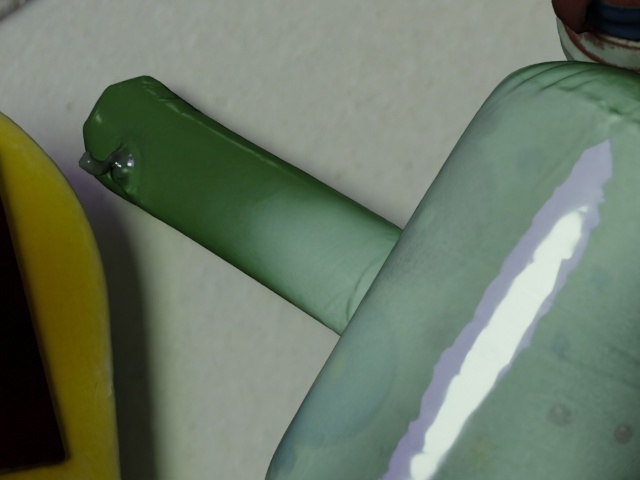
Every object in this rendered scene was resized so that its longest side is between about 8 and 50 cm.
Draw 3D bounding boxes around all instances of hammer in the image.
[{"bbox_3d":[0.000,0.000,0.572,0.335,0.119,0.206,30,90,42],"label":"hammer"}]

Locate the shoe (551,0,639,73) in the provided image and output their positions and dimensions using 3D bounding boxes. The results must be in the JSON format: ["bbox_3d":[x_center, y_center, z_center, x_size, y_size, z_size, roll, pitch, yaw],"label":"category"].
[{"bbox_3d":[0.153,-0.154,0.508,0.227,0.125,0.099,-48,53,12],"label":"shoe"}]

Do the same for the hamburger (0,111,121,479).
[{"bbox_3d":[-0.192,0.072,0.588,0.151,0.227,0.295,-22,63,39],"label":"hamburger"}]
